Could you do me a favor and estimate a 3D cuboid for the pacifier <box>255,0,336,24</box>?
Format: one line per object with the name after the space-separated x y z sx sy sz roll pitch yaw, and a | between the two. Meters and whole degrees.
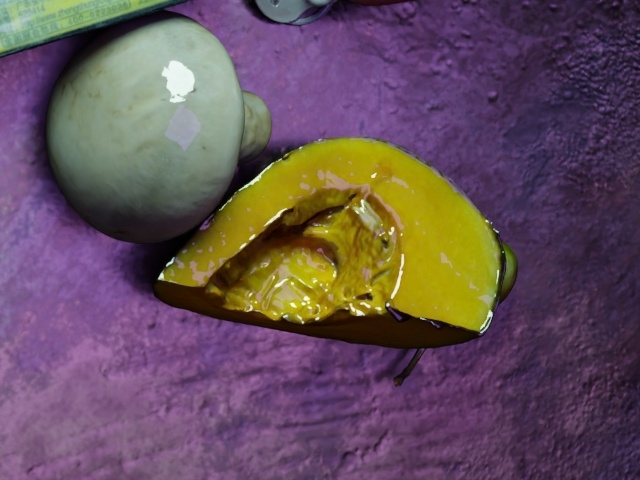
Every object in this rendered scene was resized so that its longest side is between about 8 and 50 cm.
-0.009 -0.233 1.642 0.099 0.078 0.081 -27 120 -15 | pacifier

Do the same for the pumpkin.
0.000 0.000 1.631 0.312 0.148 0.169 10 74 -14 | pumpkin

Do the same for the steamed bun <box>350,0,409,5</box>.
0.083 -0.343 1.564 0.309 0.309 0.309 -1 92 -17 | steamed bun

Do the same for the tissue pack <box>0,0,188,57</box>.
-0.185 -0.241 1.527 0.257 0.185 0.081 -19 114 -15 | tissue pack

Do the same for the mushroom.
-0.143 -0.089 1.557 0.206 0.206 0.209 -53 145 -9 | mushroom

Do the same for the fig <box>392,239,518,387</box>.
0.111 0.052 1.691 0.166 0.093 0.093 -37 102 6 | fig
